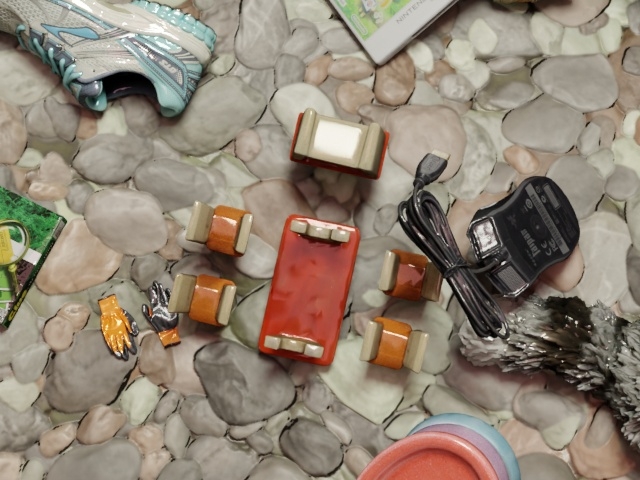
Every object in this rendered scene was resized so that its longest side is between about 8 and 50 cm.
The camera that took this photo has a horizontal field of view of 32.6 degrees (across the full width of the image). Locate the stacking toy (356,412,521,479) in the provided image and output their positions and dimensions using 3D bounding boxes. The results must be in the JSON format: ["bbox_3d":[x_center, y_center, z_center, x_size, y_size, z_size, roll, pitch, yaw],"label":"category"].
[{"bbox_3d":[0.159,0.342,1.093,0.309,0.130,0.279,39,106,14],"label":"stacking toy"}]

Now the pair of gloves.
[{"bbox_3d":[-0.194,0.085,1.175,0.083,0.010,0.074,-17,77,-6],"label":"pair of gloves"}]

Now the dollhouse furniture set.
[{"bbox_3d":[0.000,0.000,1.160,0.262,0.135,0.259,13,88,2],"label":"dollhouse furniture set"}]

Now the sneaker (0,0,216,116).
[{"bbox_3d":[-0.264,-0.213,1.197,0.283,0.110,0.122,14,80,2],"label":"sneaker"}]

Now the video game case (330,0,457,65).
[{"bbox_3d":[0.077,-0.340,1.231,0.193,0.023,0.212,-39,78,20],"label":"video game case"}]

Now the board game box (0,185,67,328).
[{"bbox_3d":[-0.422,-0.021,1.188,0.259,0.030,0.136,25,75,5],"label":"board game box"}]

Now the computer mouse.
[{"bbox_3d":[0.165,-0.020,1.124,0.184,0.060,0.262,55,42,-5],"label":"computer mouse"}]

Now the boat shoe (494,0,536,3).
[{"bbox_3d":[0.208,-0.415,1.216,0.103,0.113,0.302,-14,98,2],"label":"boat shoe"}]

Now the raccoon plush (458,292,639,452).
[{"bbox_3d":[0.365,0.139,1.024,0.446,0.299,0.216,3,77,0],"label":"raccoon plush"}]
